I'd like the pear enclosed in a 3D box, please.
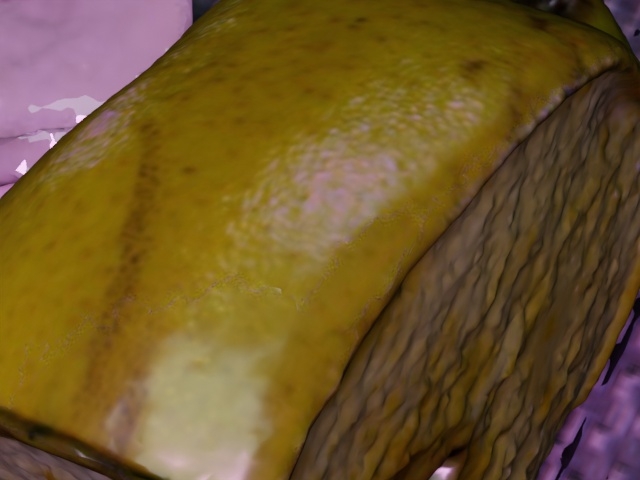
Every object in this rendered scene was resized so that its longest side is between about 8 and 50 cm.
[{"bbox_3d":[0.000,0.000,0.602,0.164,0.238,0.255,24,72,22],"label":"pear"}]

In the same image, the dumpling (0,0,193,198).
[{"bbox_3d":[-0.222,-0.109,0.716,0.341,0.181,0.260,-14,53,24],"label":"dumpling"}]
